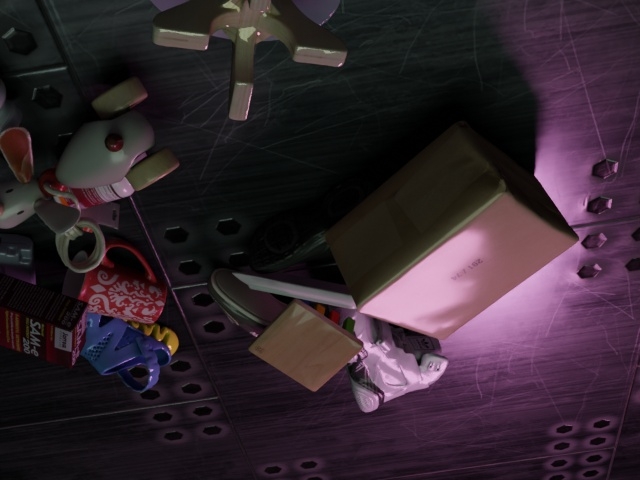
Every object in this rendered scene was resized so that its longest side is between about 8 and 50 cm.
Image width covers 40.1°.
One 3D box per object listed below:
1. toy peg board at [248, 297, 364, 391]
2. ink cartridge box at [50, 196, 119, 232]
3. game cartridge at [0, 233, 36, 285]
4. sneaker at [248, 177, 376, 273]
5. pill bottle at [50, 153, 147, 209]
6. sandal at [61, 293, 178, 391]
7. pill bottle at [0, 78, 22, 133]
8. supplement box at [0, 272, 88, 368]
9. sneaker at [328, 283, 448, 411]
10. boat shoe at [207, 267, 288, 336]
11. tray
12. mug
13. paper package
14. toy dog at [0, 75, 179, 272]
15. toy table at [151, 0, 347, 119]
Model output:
[{"bbox_3d":[-0.024,0.181,1.672,0.160,0.079,0.161,35,124,-14],"label":"toy peg board"},{"bbox_3d":[-0.409,-0.048,1.518,0.115,0.063,0.029,16,134,-24],"label":"ink cartridge box"},{"bbox_3d":[-0.680,0.060,1.620,0.294,0.060,0.196,4,135,-12],"label":"game cartridge"},{"bbox_3d":[0.000,0.000,1.598,0.286,0.109,0.130,-24,140,21],"label":"sneaker"},{"bbox_3d":[-0.359,-0.105,1.441,0.152,0.086,0.086,-15,139,9],"label":"pill bottle"},{"bbox_3d":[-0.428,0.208,1.762,0.317,0.138,0.126,25,133,-29],"label":"sandal"},{"bbox_3d":[-0.525,-0.221,1.270,0.103,0.103,0.184,-23,137,18],"label":"pill bottle"},{"bbox_3d":[-0.546,0.135,1.579,0.239,0.073,0.130,18,137,-1],"label":"supplement box"},{"bbox_3d":[0.144,0.206,1.839,0.210,0.137,0.366,-17,133,-2],"label":"sneaker"},{"bbox_3d":[-0.114,0.161,1.764,0.095,0.112,0.335,-38,134,26],"label":"boat shoe"},{"bbox_3d":[-0.016,0.091,1.613,0.270,0.030,0.145,9,-176,27],"label":"tray"},{"bbox_3d":[-0.376,0.087,1.646,0.169,0.113,0.150,20,137,-32],"label":"mug"},{"bbox_3d":[0.225,-0.002,1.503,0.325,0.168,0.309,-40,143,22],"label":"paper package"},{"bbox_3d":[-0.372,-0.101,1.315,0.220,0.161,0.334,41,103,-3],"label":"toy dog"},{"bbox_3d":[-0.102,-0.307,1.181,0.274,0.161,0.252,-3,140,-5],"label":"toy table"}]
